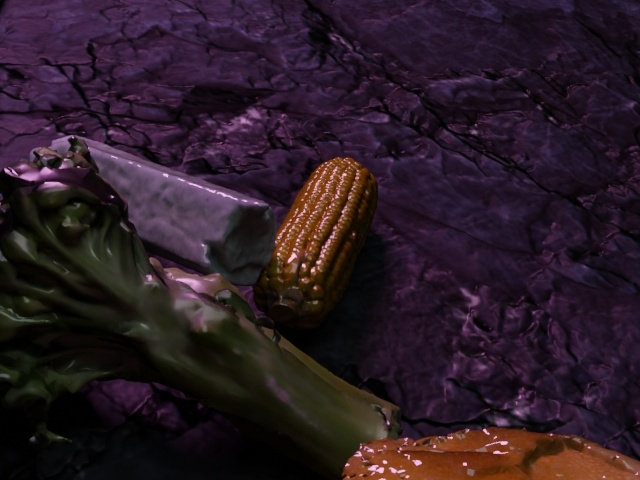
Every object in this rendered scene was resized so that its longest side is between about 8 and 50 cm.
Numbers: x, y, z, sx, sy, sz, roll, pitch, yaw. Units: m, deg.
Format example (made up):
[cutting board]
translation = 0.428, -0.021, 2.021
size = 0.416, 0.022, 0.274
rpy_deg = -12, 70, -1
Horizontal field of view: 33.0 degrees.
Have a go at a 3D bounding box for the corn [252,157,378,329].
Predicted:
[corn]
translation = 0.000, 0.000, 0.832
size = 0.068, 0.068, 0.207
rpy_deg = 21, 34, 5

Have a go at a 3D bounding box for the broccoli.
[broccoli]
translation = -0.084, 0.067, 0.673
size = 0.304, 0.165, 0.145
rpy_deg = 29, 5, -7

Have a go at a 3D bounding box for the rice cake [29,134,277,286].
[rice cake]
translation = -0.119, -0.023, 0.773
size = 0.206, 0.063, 0.069
rpy_deg = 21, -2, 28

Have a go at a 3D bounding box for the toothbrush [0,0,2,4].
[toothbrush]
translation = -0.317, -0.161, 0.941
size = 0.031, 0.023, 0.321
rpy_deg = 5, 37, -6

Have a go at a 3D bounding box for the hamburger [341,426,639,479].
[hamburger]
translation = 0.095, 0.216, 0.525
size = 0.244, 0.163, 0.244
rpy_deg = 7, 33, -4
